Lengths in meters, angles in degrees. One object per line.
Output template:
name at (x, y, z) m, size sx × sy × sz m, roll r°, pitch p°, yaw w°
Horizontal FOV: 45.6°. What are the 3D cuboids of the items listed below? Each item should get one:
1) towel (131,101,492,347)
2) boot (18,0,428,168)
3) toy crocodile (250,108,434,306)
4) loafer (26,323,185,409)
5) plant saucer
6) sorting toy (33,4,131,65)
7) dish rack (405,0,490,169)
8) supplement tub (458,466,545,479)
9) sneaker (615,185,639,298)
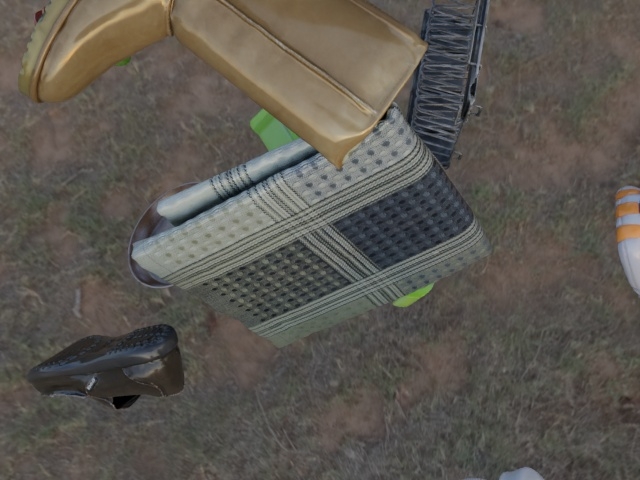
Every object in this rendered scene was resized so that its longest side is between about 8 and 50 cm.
towel at (0.000, 0.000, 0.853) m, size 0.324 × 0.312 × 0.056 m, roll -26°, pitch 54°, yaw 18°
boot at (-0.081, -0.148, 0.639) m, size 0.269 × 0.089 × 0.236 m, roll 35°, pitch 97°, yaw -8°
toy crocodile at (0.033, -0.051, 1.040) m, size 0.340 × 0.115 × 0.105 m, roll 48°, pitch 55°, yaw -14°
loafer at (-0.228, 0.147, 0.802) m, size 0.220 × 0.078 × 0.080 m, roll -13°, pitch 14°, yaw 38°
plant saucer at (-0.195, -0.004, 1.069) m, size 0.168 × 0.029 × 0.169 m, roll -14°, pitch 56°, yaw 22°
sorting toy at (-0.225, -0.206, 0.745) m, size 0.042 × 0.101 × 0.061 m, roll -51°, pitch 48°, yaw 32°
dish rack at (0.141, -0.198, 0.834) m, size 0.074 × 0.271 × 0.208 m, roll 9°, pitch 81°, yaw 4°
supplement tub at (0.120, 0.356, 0.761) m, size 0.272 × 0.191 × 0.191 m, roll -29°, pitch 61°, yaw 20°
sneaker at (0.425, 0.036, 0.776) m, size 0.180 × 0.321 × 0.125 m, roll -8°, pitch 64°, yaw 31°
